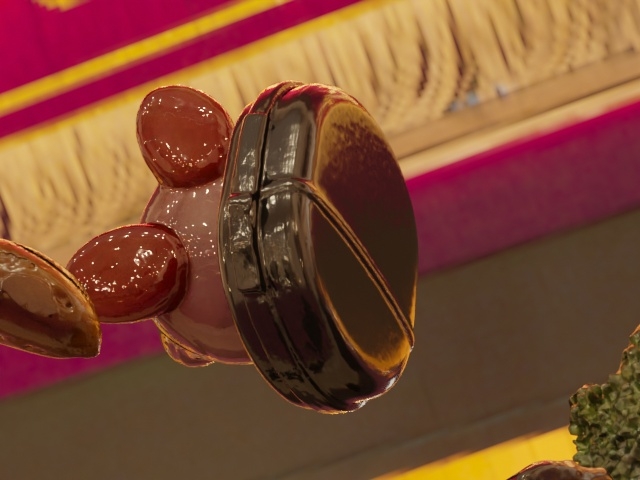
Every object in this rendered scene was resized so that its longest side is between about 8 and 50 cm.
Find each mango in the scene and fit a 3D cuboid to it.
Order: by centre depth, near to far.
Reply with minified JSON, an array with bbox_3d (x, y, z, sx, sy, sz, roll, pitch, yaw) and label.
[{"bbox_3d":[-0.203,0.039,1.261,0.077,0.127,0.063,106,-172,-50],"label":"mango"}]

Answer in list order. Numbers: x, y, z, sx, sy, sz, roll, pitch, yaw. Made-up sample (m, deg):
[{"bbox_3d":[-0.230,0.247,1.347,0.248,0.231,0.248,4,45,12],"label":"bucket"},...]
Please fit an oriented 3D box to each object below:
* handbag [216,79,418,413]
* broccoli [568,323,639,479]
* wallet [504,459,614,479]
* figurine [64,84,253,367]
[{"bbox_3d":[0.001,-0.001,1.626,0.093,0.254,0.308,-15,45,23],"label":"handbag"},{"bbox_3d":[0.346,0.167,1.519,0.288,0.260,0.235,-9,31,24],"label":"broccoli"},{"bbox_3d":[0.068,0.267,1.211,0.228,0.062,0.406,19,-46,-38],"label":"wallet"},{"bbox_3d":[-0.091,0.016,1.944,0.211,0.261,0.270,11,67,32],"label":"figurine"}]
